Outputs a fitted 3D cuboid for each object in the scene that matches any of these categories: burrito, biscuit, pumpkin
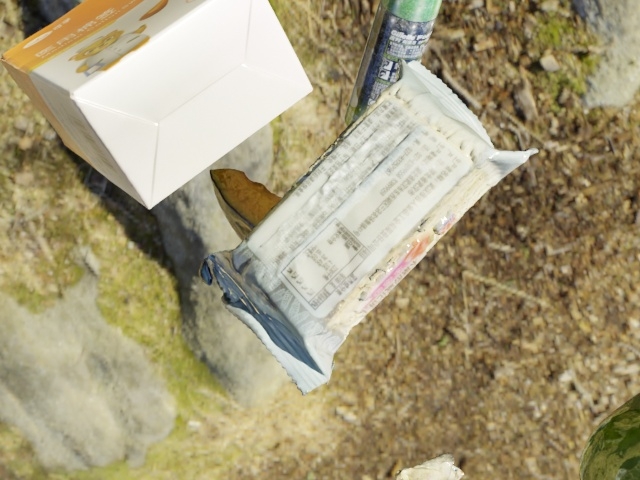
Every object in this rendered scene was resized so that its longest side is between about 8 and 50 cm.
[{"bbox_3d":[0.181,0.385,1.536,0.171,0.051,0.042,-5,142,-48],"label":"burrito"},{"bbox_3d":[0.036,-0.025,0.884,0.309,0.186,0.079,-48,149,1],"label":"biscuit"},{"bbox_3d":[0.000,0.000,1.193,0.312,0.148,0.169,-1,145,-24],"label":"pumpkin"}]

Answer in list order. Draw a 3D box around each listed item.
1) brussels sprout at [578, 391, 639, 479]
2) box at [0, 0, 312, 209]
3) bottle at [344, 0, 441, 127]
[{"bbox_3d":[0.357,0.213,0.758,0.271,0.210,0.219,11,150,-26],"label":"brussels sprout"},{"bbox_3d":[-0.196,-0.191,1.043,0.225,0.341,0.143,-38,122,-14],"label":"box"},{"bbox_3d":[0.120,-0.308,1.461,0.093,0.093,0.330,10,134,-9],"label":"bottle"}]
